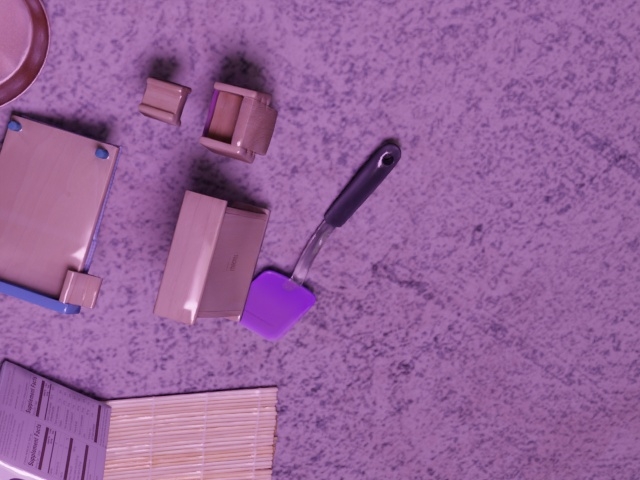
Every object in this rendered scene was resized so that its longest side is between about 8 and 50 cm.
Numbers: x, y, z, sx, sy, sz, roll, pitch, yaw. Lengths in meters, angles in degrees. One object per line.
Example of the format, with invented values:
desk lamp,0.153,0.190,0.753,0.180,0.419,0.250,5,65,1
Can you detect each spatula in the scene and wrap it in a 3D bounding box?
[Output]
spatula,0.000,0.000,1.928,0.084,0.030,0.296,30,106,-23

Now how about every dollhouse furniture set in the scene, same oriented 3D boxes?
dollhouse furniture set,-0.224,-0.058,1.823,0.303,0.198,0.286,16,91,11

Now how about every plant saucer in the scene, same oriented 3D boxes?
plant saucer,-0.371,-0.216,1.715,0.168,0.029,0.168,-9,118,-18

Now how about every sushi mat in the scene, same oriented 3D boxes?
sushi mat,-0.207,0.257,2.017,0.317,0.019,0.151,-4,117,-12

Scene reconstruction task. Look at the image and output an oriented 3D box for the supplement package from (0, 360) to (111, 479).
supplement package,-0.369,0.314,1.882,0.145,0.204,0.262,26,111,-15
